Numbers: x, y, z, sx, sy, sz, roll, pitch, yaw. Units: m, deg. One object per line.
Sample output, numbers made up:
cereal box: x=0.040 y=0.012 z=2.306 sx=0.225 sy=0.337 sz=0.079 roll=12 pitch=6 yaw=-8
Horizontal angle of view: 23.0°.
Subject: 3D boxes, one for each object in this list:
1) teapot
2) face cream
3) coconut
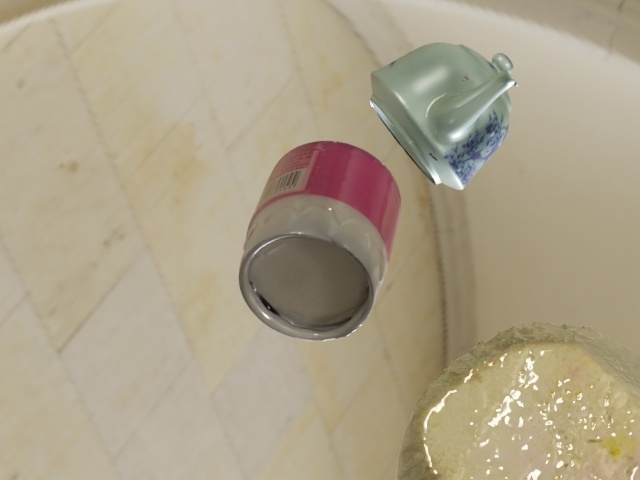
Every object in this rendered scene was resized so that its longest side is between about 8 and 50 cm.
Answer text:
teapot: x=0.143 y=-0.149 z=1.677 sx=0.159 sy=0.159 sz=0.232 roll=45 pitch=2 yaw=-11
face cream: x=0.000 y=0.000 z=1.904 sx=0.175 sy=0.195 sz=0.175 roll=7 pitch=-51 yaw=9
coconut: x=0.207 y=0.246 z=1.396 sx=0.297 sy=0.297 sz=0.309 roll=24 pitch=-20 yaw=16
